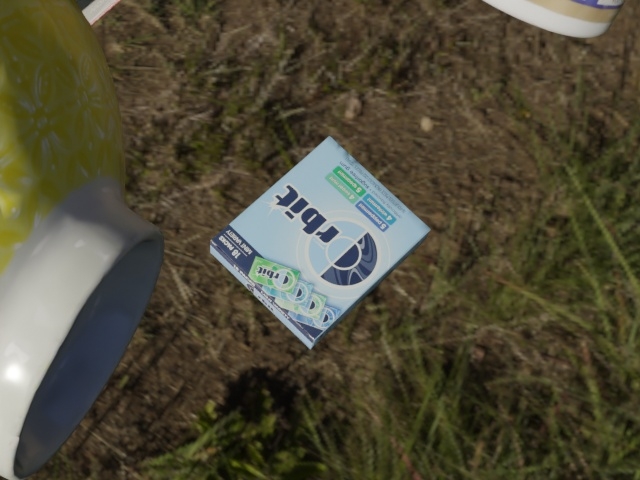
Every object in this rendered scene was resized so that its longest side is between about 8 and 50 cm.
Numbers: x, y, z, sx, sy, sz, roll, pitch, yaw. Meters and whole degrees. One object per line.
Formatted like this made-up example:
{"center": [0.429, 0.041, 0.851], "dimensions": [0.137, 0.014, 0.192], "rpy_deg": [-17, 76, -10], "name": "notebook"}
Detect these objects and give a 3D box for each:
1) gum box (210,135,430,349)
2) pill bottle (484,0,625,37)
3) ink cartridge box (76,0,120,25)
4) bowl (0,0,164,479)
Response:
{"center": [0.000, 0.000, 1.227], "dimensions": [0.157, 0.041, 0.184], "rpy_deg": [43, 70, 11], "name": "gum box"}
{"center": [0.146, -0.213, 0.590], "dimensions": [0.112, 0.112, 0.186], "rpy_deg": [3, 126, -34], "name": "pill bottle"}
{"center": [-0.088, -0.304, 0.917], "dimensions": [0.296, 0.261, 0.066], "rpy_deg": [-36, 133, 17], "name": "ink cartridge box"}
{"center": [-0.159, 0.010, 0.454], "dimensions": [0.156, 0.289, 0.289], "rpy_deg": [29, 81, 5], "name": "bowl"}
